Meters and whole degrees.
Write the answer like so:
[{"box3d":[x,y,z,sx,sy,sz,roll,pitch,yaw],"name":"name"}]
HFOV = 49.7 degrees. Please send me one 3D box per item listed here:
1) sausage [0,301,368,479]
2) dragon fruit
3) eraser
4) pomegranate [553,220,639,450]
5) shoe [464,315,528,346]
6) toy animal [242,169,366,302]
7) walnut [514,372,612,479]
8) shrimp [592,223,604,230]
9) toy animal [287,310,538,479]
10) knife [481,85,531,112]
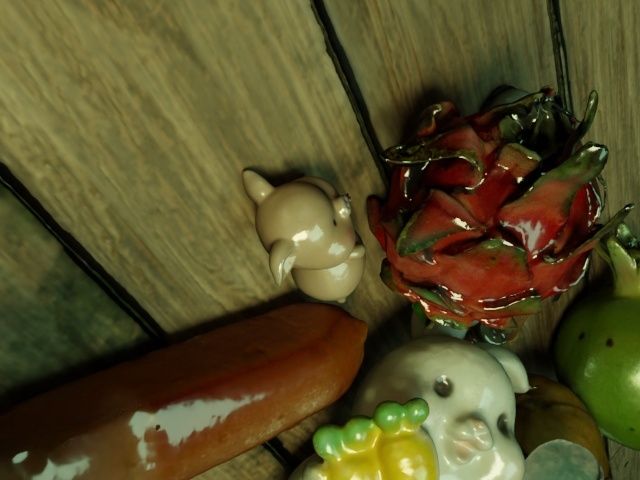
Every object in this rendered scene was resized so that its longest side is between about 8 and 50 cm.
[{"box3d":[-0.108,0.131,0.537,0.348,0.094,0.097,-17,115,-34],"name":"sausage"},{"box3d":[0.149,-0.031,0.595,0.193,0.192,0.274,-44,165,-48],"name":"dragon fruit"},{"box3d":[0.233,0.345,0.732,0.174,0.081,0.227,-45,138,-35],"name":"eraser"},{"box3d":[0.454,0.142,0.978,0.260,0.260,0.341,-20,96,-34],"name":"pomegranate"},{"box3d":[0.210,0.094,0.828,0.072,0.069,0.109,35,75,-12],"name":"shoe"},{"box3d":[-0.005,0.004,0.560,0.089,0.083,0.150,-47,139,-6],"name":"toy animal"},{"box3d":[0.287,0.317,0.949,0.209,0.209,0.336,-42,141,-16],"name":"walnut"},{"box3d":[0.316,0.023,0.904,0.180,0.041,0.099,-32,134,-26],"name":"shrimp"},{"box3d":[0.090,0.206,0.674,0.310,0.182,0.247,-61,172,7],"name":"toy animal"},{"box3d":[0.243,-0.079,0.774,0.073,0.040,0.265,-47,139,7],"name":"knife"}]
